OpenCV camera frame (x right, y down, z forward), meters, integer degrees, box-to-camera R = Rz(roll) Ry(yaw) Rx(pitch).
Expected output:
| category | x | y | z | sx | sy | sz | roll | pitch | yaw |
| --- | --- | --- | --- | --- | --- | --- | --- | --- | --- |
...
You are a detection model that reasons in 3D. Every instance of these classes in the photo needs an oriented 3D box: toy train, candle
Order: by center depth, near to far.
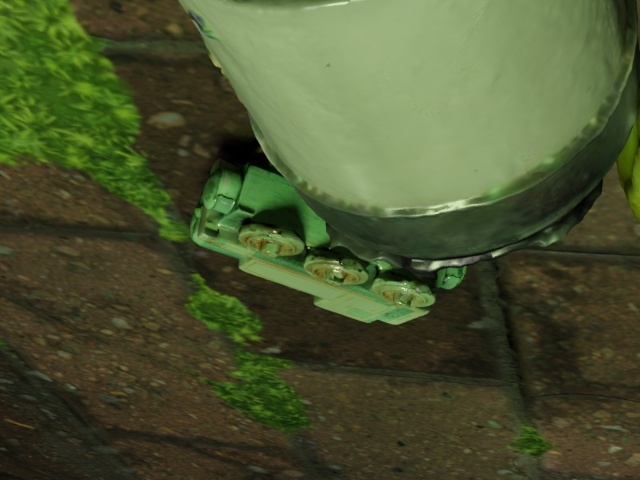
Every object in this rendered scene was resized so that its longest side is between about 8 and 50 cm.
| category | x | y | z | sx | sy | sz | roll | pitch | yaw |
| --- | --- | --- | --- | --- | --- | --- | --- | --- | --- |
| candle | 0.019 | -0.134 | 0.578 | 0.187 | 0.187 | 0.330 | 0 | 151 | 21 |
| toy train | 0.000 | 0.000 | 0.980 | 0.194 | 0.081 | 0.125 | 20 | 157 | -21 |

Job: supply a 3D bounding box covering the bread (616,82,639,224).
| category | x | y | z | sx | sy | sz | roll | pitch | yaw |
| --- | --- | --- | --- | --- | --- | --- | --- | --- | --- |
| bread | 0.336 | -0.057 | 0.692 | 0.383 | 0.112 | 0.166 | -6 | 148 | 32 |
